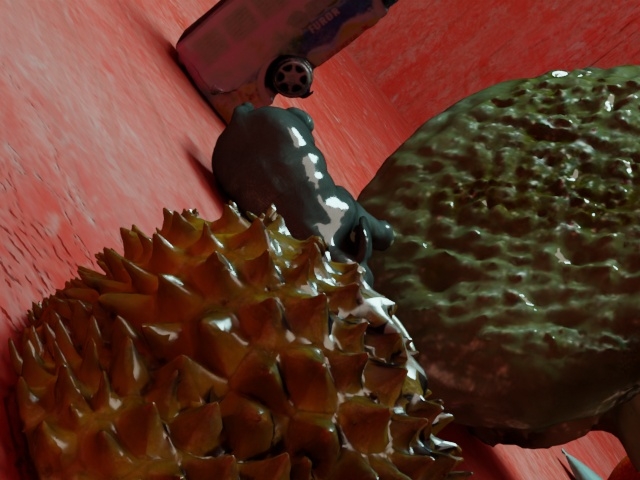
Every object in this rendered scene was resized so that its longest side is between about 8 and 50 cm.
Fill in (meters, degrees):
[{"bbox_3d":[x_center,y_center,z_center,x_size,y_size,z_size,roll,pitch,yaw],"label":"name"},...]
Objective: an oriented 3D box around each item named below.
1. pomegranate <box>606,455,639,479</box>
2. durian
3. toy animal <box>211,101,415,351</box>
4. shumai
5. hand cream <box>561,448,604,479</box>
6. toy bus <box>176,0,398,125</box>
[{"bbox_3d":[0.372,0.288,1.631,0.210,0.210,0.235,50,-25,-19],"label":"pomegranate"},{"bbox_3d":[-0.015,0.088,0.620,0.249,0.138,0.183,61,2,18],"label":"durian"},{"bbox_3d":[0.004,0.003,1.239,0.269,0.082,0.137,59,13,15],"label":"toy animal"},{"bbox_3d":[0.215,0.061,1.402,0.324,0.397,0.323,29,-30,33],"label":"shumai"},{"bbox_3d":[0.370,0.346,1.841,0.111,0.070,0.312,44,8,-31],"label":"hand cream"},{"bbox_3d":[0.002,-0.217,1.461,0.112,0.274,0.090,50,11,-12],"label":"toy bus"}]
